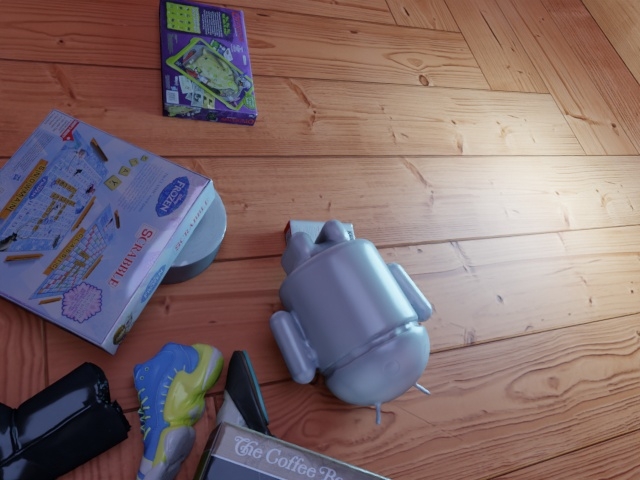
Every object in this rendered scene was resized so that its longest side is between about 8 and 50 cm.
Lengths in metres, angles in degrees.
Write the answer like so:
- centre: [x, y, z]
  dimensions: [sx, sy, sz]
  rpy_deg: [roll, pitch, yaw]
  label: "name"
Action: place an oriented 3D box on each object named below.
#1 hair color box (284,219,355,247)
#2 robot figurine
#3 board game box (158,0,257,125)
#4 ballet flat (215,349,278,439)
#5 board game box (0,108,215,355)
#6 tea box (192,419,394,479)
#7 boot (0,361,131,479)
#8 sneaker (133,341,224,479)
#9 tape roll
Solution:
- centre: [0.000, 0.000, 1.118]
  dimensions: [0.141, 0.043, 0.072]
  rpy_deg: [3, 59, -20]
  label: "hair color box"
- centre: [0.060, 0.138, 0.959]
  dimensions: [0.300, 0.200, 0.353]
  rpy_deg: [-22, 70, -22]
  label: "robot figurine"
- centre: [-0.270, -0.425, 1.266]
  dimensions: [0.208, 0.056, 0.347]
  rpy_deg: [0, 61, -18]
  label: "board game box"
- centre: [-0.108, 0.313, 0.853]
  dimensions: [0.096, 0.095, 0.280]
  rpy_deg: [-22, 70, -19]
  label: "ballet flat"
- centre: [-0.390, -0.026, 0.879]
  dimensions: [0.318, 0.066, 0.319]
  rpy_deg: [25, 66, 7]
  label: "board game box"
- centre: [-0.034, 0.435, 0.657]
  dimensions: [0.329, 0.220, 0.323]
  rpy_deg: [22, 65, -5]
  label: "tea box"
- centre: [-0.416, 0.235, 0.764]
  dimensions: [0.207, 0.094, 0.246]
  rpy_deg: [-35, 85, -31]
  label: "boot"
- centre: [-0.250, 0.265, 0.839]
  dimensions: [0.126, 0.091, 0.240]
  rpy_deg: [17, 54, 10]
  label: "sneaker"
- centre: [-0.289, -0.032, 0.998]
  dimensions: [0.219, 0.072, 0.219]
  rpy_deg: [11, 56, -17]
  label: "tape roll"
